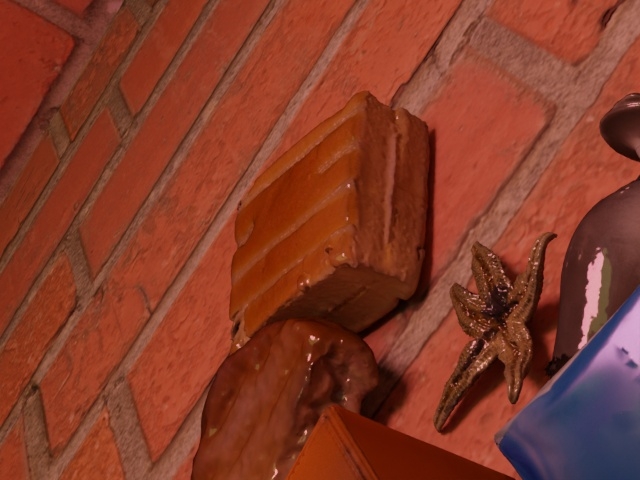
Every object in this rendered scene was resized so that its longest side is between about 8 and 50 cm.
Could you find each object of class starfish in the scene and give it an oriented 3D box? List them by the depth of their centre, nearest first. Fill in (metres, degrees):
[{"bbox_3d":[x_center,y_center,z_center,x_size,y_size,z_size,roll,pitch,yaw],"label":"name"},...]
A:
[{"bbox_3d":[0.148,0.077,1.070,0.217,0.050,0.223,-58,15,22],"label":"starfish"}]

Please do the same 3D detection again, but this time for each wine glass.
[{"bbox_3d":[0.235,0.010,0.925,0.103,0.103,0.222,-15,53,55],"label":"wine glass"}]

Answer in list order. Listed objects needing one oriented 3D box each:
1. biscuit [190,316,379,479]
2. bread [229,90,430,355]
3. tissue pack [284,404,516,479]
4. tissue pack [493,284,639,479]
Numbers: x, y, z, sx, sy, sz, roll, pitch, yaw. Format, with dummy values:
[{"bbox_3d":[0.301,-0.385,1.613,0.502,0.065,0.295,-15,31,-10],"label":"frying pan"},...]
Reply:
[{"bbox_3d":[-0.041,0.202,1.219,0.213,0.091,0.274,25,98,58],"label":"biscuit"},{"bbox_3d":[0.000,0.000,1.333,0.246,0.111,0.239,-36,35,41],"label":"bread"},{"bbox_3d":[0.085,0.262,0.847,0.145,0.194,0.274,-57,26,10],"label":"tissue pack"},{"bbox_3d":[0.251,0.145,0.655,0.198,0.146,0.263,-52,47,20],"label":"tissue pack"}]
